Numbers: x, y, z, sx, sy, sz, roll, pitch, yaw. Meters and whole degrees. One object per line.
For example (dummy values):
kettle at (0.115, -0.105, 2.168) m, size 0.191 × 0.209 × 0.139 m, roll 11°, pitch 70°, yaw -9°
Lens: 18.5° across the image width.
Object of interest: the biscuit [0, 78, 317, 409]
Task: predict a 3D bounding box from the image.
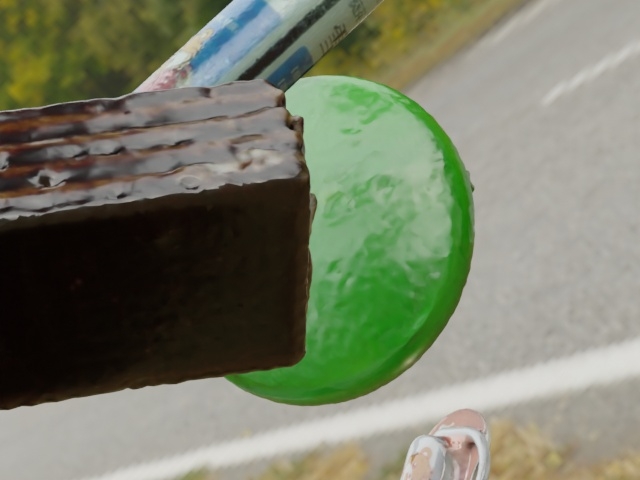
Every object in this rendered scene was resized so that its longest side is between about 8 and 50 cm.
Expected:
biscuit at (-0.194, 0.019, 0.769) m, size 0.073 × 0.388 × 0.107 m, roll -109°, pitch 16°, yaw -48°

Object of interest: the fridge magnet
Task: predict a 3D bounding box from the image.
fridge magnet at (0.000, 0.000, 1.217) m, size 0.208 × 0.208 × 0.088 m, roll -43°, pitch -25°, yaw 11°

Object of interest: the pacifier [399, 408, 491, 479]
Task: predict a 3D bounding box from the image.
pacifier at (0.084, 0.148, 1.127) m, size 0.081 × 0.078 × 0.099 m, roll -16°, pitch 49°, yaw 54°

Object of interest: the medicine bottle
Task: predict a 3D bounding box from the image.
medicine bottle at (-0.025, -0.095, 0.934) m, size 0.191 × 0.051 × 0.051 m, roll -43°, pitch 5°, yaw -10°
